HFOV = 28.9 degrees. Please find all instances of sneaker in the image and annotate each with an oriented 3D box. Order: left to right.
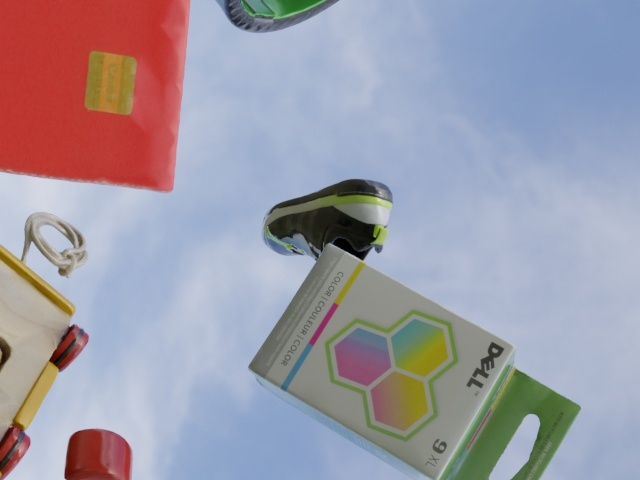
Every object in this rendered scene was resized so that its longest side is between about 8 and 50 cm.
[{"bbox_3d":[0.000,0.000,1.442,0.235,0.084,0.097,-25,-121,56],"label":"sneaker"}]

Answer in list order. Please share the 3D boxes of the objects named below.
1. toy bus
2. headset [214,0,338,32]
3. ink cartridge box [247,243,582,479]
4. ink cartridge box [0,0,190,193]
[{"bbox_3d":[-0.199,0.073,0.636,0.104,0.202,0.191,-42,-121,22],"label":"toy bus"},{"bbox_3d":[0.030,-0.369,1.173,0.394,0.243,0.185,-43,-106,27],"label":"headset"},{"bbox_3d":[0.067,0.102,0.870,0.209,0.062,0.109,30,-103,15],"label":"ink cartridge box"},{"bbox_3d":[-0.170,-0.179,0.567,0.066,0.261,0.296,-178,-87,-67],"label":"ink cartridge box"}]
